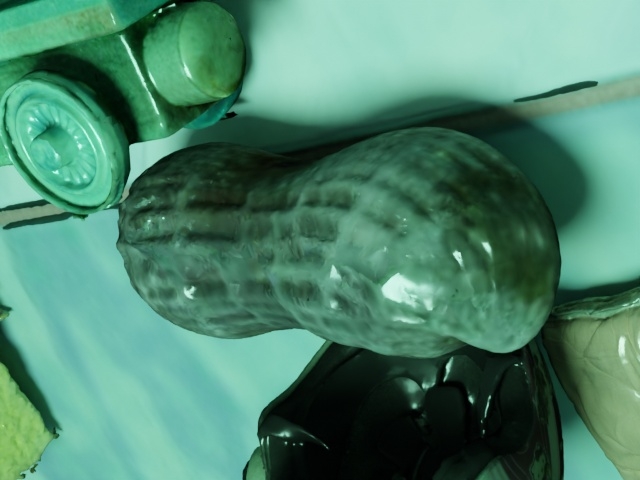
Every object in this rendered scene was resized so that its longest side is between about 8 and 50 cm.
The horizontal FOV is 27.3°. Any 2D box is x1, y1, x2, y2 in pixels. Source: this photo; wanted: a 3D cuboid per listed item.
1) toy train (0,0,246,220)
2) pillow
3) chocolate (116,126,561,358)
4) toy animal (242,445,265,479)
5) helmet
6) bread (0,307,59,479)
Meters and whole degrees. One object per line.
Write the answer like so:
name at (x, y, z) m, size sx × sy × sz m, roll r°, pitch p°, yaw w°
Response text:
toy train at (-0.171, -0.111, 0.645) m, size 0.298 × 0.120 × 0.194 m, roll -5°, pitch 116°, yaw 38°
pillow at (0.203, 0.113, 0.619) m, size 0.126 × 0.043 × 0.232 m, roll -17°, pitch 116°, yaw 49°
chocolate at (0.000, 0.000, 0.623) m, size 0.248 × 0.110 × 0.110 m, roll 2°, pitch 126°, yaw 34°
toy animal at (0.026, 0.191, 0.716) m, size 0.093 × 0.225 × 0.121 m, roll -32°, pitch 133°, yaw 8°
helmet at (0.052, 0.112, 0.633) m, size 0.153 × 0.177 × 0.107 m, roll -20°, pitch 121°, yaw 33°
bread at (-0.276, 0.120, 0.895) m, size 0.127 × 0.152 × 0.147 m, roll 6°, pitch 137°, yaw 34°
